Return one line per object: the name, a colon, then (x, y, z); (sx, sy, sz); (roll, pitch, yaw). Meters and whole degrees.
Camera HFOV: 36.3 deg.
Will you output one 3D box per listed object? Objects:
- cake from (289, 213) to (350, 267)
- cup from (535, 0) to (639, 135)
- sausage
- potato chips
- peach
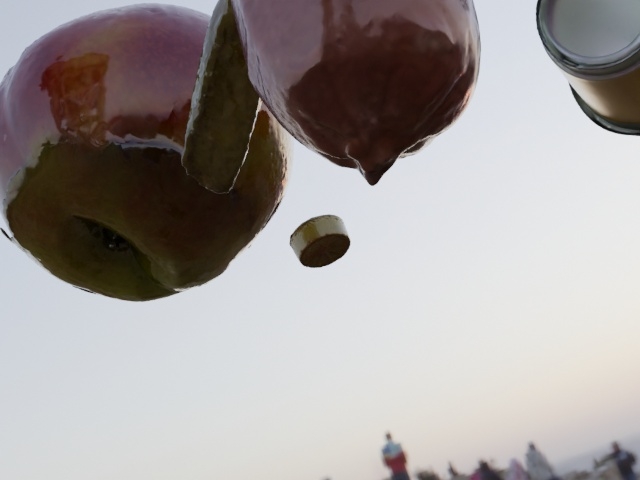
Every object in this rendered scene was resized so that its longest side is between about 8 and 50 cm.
cake: (0.000, 0.000, 1.360); (0.084, 0.044, 0.084); (-19, -33, -13)
cup: (0.349, -0.229, 1.106); (0.196, 0.196, 0.280); (-29, -17, 24)
sausage: (0.017, -0.151, 0.582); (0.148, 0.254, 0.148); (-5, -30, -3)
potato chips: (-0.019, -0.228, 0.696); (0.057, 0.080, 0.406); (17, -70, -22)
peach: (-0.204, -0.115, 1.128); (0.370, 0.369, 0.370); (-18, -20, -7)
